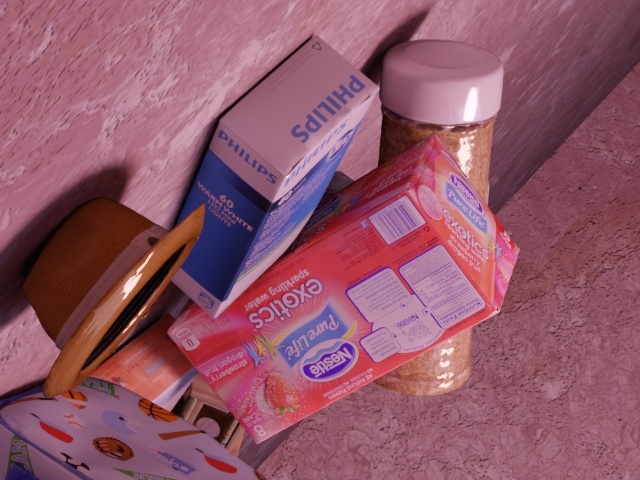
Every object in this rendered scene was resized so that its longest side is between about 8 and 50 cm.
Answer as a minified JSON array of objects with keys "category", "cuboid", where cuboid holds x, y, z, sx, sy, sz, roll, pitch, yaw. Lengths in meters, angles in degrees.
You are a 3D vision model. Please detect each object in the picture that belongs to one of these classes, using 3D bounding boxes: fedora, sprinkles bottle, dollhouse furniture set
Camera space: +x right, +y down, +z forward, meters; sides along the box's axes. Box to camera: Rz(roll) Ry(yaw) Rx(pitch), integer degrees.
[{"category":"fedora","cuboid":[-0.165,0.027,1.447,0.194,0.079,0.194,-52,177,-4]},{"category":"sprinkles bottle","cuboid":[0.111,-0.021,1.990,0.121,0.121,0.355,-37,137,-54]},{"category":"dollhouse furniture set","cuboid":[-0.106,0.146,2.390,0.182,0.101,0.161,121,-11,-51]}]

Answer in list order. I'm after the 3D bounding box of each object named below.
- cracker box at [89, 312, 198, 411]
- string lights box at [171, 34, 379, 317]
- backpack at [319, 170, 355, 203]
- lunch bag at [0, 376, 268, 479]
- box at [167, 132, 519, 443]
[{"category":"cracker box","cuboid":[-0.220,0.195,1.978,0.232,0.067,0.156,-53,171,36]},{"category":"string lights box","cuboid":[-0.049,-0.050,1.705,0.133,0.077,0.259,-44,171,-32]},{"category":"backpack","cuboid":[0.000,0.000,2.066,0.152,0.115,0.182,-56,173,27]},{"category":"lunch bag","cuboid":[-0.162,0.232,1.686,0.115,0.303,0.243,-64,169,14]},{"category":"box","cuboid":[0.024,0.049,1.893,0.300,0.154,0.142,-32,-167,26]}]
